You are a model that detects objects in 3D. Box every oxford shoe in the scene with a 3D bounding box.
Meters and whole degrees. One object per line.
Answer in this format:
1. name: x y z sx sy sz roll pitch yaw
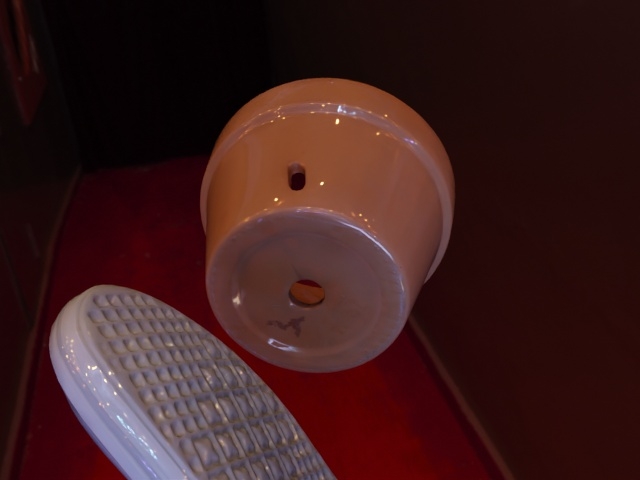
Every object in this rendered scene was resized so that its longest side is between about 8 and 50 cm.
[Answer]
1. oxford shoe: -0.043 0.219 0.542 0.130 0.449 0.169 -29 27 15

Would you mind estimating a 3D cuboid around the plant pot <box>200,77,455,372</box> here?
1. plant pot: 0.000 0.000 0.822 0.290 0.291 0.204 -3 32 9
